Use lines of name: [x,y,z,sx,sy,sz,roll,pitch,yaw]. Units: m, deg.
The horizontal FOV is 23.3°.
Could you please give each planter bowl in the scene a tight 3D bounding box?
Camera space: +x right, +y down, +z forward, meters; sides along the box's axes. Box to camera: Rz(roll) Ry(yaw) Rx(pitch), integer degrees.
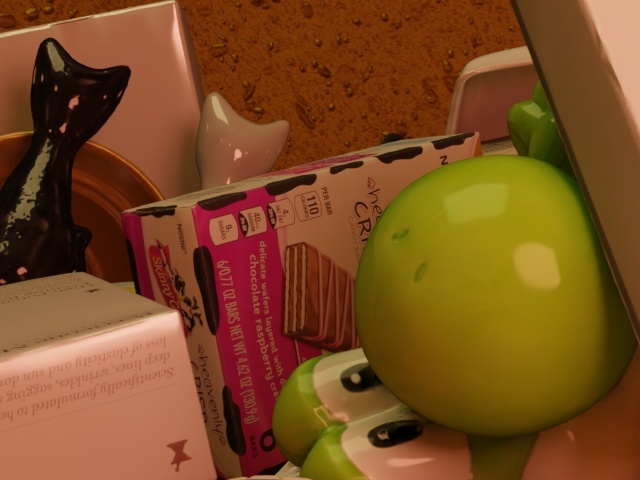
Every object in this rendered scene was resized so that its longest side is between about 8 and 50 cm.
planter bowl: [-0.216,0.032,1.197,0.217,0.217,0.090,-13,-9,-18]

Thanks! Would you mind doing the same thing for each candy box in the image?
candy box: [0.008,0.034,0.912,0.233,0.159,0.071,-18,10,-42]

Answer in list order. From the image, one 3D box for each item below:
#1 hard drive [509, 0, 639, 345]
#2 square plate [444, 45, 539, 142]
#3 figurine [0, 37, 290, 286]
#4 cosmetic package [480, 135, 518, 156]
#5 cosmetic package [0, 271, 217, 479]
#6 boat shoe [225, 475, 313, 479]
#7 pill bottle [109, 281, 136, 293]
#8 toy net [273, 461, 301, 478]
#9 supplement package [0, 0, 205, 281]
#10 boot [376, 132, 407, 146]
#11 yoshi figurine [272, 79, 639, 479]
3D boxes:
hard drive: [0.259,-0.045,0.619,0.353,0.233,0.047,0,-35,-22]
square plate: [0.259,-0.102,1.400,0.347,0.049,0.344,-13,-27,-10]
figurine: [-0.134,-0.029,1.145,0.215,0.209,0.092,17,-21,-13]
cosmetic package: [0.118,-0.009,1.234,0.296,0.129,0.153,-12,8,-9]
cosmetic package: [-0.140,0.073,0.755,0.117,0.085,0.231,-14,7,-19]
boat shoe: [-0.003,0.122,0.556,0.183,0.066,0.066,-10,8,16]
pill bottle: [-0.112,0.077,0.993,0.184,0.103,0.103,-6,8,44]
toy net: [-0.068,0.129,0.712,0.232,0.045,0.122,-10,6,6]
supplement package: [-0.174,-0.046,1.339,0.177,0.293,0.175,-11,6,-1]
boot: [0.002,0.001,1.427,0.178,0.085,0.236,-41,1,30]
yoshi figurine: [0.158,0.021,0.637,0.362,0.203,0.203,-16,14,-15]
